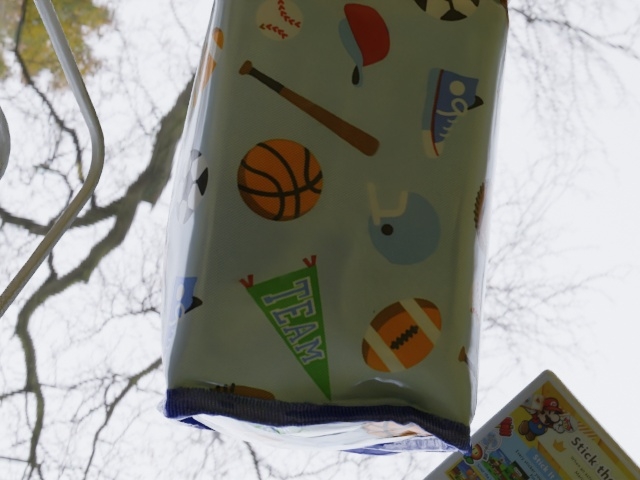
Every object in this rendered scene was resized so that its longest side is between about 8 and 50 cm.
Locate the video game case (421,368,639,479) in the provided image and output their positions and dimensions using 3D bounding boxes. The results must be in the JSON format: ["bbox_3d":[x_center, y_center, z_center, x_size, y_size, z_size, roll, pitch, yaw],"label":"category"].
[{"bbox_3d":[0.187,0.257,0.800,0.227,0.206,0.026,50,-169,23],"label":"video game case"}]

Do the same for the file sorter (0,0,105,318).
[{"bbox_3d":[-0.283,-0.065,0.496,0.277,0.193,0.173,11,-129,21],"label":"file sorter"}]

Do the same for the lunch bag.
[{"bbox_3d":[0.000,0.000,0.775,0.238,0.385,0.328,11,-105,-8],"label":"lunch bag"}]
